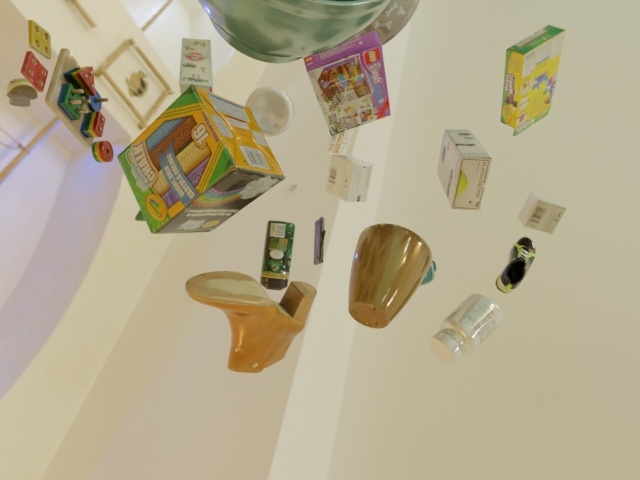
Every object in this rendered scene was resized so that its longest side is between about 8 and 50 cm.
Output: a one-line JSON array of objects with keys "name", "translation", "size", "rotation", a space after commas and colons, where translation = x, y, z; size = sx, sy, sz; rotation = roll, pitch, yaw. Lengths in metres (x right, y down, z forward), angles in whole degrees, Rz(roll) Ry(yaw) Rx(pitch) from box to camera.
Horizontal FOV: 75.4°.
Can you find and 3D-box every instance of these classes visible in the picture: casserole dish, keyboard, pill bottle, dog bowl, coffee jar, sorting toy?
[{"name": "casserole dish", "translation": [0.322, 0.118, 1.456], "size": [0.189, 0.114, 0.037], "rotation": [-16, -164, -2]}, {"name": "keyboard", "translation": [0.000, 0.000, 1.598], "size": [0.023, 0.108, 0.180], "rotation": [5, -103, -17]}, {"name": "pill bottle", "translation": [0.458, 0.282, 1.317], "size": [0.229, 0.131, 0.131], "rotation": [-34, -138, -24]}, {"name": "dog bowl", "translation": [0.137, -0.776, 1.314], "size": [0.349, 0.102, 0.348], "rotation": [-9, -108, 30]}, {"name": "coffee jar", "translation": [-0.115, 0.040, 1.105], "size": [0.079, 0.096, 0.184], "rotation": [8, -90, -7]}, {"name": "pill bottle", "translation": [-0.125, -0.334, 1.070], "size": [0.117, 0.117, 0.215], "rotation": [-26, -163, 6]}, {"name": "sorting toy", "translation": [-0.456, -0.276, 0.793], "size": [0.047, 0.274, 0.132], "rotation": [-3, -115, 1]}]

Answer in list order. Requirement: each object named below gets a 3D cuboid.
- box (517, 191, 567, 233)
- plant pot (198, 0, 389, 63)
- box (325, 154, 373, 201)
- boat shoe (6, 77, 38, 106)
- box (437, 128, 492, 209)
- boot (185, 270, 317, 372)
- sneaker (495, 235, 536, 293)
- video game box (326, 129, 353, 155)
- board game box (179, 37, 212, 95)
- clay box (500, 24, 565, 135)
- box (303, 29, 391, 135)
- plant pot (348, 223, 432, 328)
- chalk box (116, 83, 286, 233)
[{"name": "box", "translation": [0.733, -0.091, 1.376], "size": [0.102, 0.101, 0.087], "rotation": [18, -156, 2]}, {"name": "plant pot", "translation": [-0.048, -0.353, 0.515], "size": [0.293, 0.293, 0.196], "rotation": [-53, -171, -21]}, {"name": "box", "translation": [0.129, -0.284, 1.886], "size": [0.119, 0.180, 0.182], "rotation": [-3, -158, -31]}, {"name": "boat shoe", "translation": [-0.661, -0.335, 0.915], "size": [0.056, 0.048, 0.153], "rotation": [-5, -176, -36]}, {"name": "box", "translation": [0.444, -0.233, 1.307], "size": [0.087, 0.169, 0.290], "rotation": [3, -148, 4]}, {"name": "boot", "translation": [-0.151, 0.175, 0.817], "size": [0.104, 0.295, 0.211], "rotation": [45, -65, 43]}, {"name": "sneaker", "translation": [0.668, 0.078, 1.378], "size": [0.084, 0.097, 0.234], "rotation": [30, -110, 10]}, {"name": "video game box", "translation": [0.105, -0.541, 2.180], "size": [0.205, 0.048, 0.186], "rotation": [-146, -109, -69]}, {"name": "board game box", "translation": [-0.395, -0.482, 1.350], "size": [0.098, 0.224, 0.303], "rotation": [-4, -130, -14]}, {"name": "clay box", "translation": [0.497, -0.370, 0.985], "size": [0.128, 0.222, 0.053], "rotation": [-32, -130, -10]}, {"name": "box", "translation": [0.088, -0.433, 1.186], "size": [0.201, 0.293, 0.057], "rotation": [-17, -113, 8]}, {"name": "plant pot", "translation": [0.182, 0.121, 1.212], "size": [0.237, 0.237, 0.254], "rotation": [2, -135, 30]}, {"name": "chalk box", "translation": [-0.255, -0.128, 0.823], "size": [0.289, 0.180, 0.179], "rotation": [-31, -100, 22]}]
